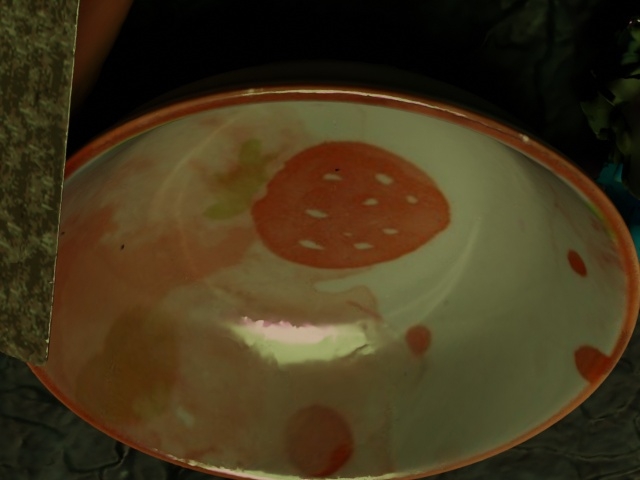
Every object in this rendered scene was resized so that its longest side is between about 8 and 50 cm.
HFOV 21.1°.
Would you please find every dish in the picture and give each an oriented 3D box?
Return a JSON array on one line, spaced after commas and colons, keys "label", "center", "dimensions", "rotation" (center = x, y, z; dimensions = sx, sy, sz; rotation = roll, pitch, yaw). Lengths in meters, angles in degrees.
[{"label": "dish", "center": [0.000, 0.000, 0.726], "dimensions": [0.260, 0.085, 0.260], "rotation": [1, 140, 0]}]

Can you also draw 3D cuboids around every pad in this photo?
[{"label": "pad", "center": [-0.149, -0.083, 0.626], "dimensions": [0.158, 0.003, 0.235], "rotation": [21, 115, 28]}]

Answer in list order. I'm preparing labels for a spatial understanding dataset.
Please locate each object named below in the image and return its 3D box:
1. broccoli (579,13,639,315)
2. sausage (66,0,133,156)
[{"label": "broccoli", "center": [0.183, -0.016, 0.699], "dimensions": [0.154, 0.160, 0.167], "rotation": [0, 108, 13]}, {"label": "sausage", "center": [-0.070, -0.161, 0.611], "dimensions": [0.094, 0.094, 0.419], "rotation": [43, 123, 16]}]
